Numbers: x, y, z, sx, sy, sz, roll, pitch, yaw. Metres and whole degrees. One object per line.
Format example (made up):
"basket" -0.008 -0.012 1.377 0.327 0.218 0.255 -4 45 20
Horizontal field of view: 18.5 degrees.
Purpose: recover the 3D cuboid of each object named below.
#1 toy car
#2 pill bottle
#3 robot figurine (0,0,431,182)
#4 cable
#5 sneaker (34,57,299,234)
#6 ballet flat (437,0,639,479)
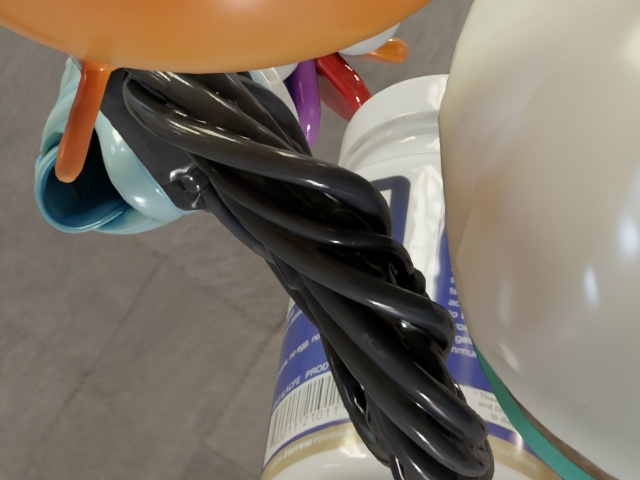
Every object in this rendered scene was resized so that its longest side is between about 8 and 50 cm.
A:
"toy car" -0.018 -0.138 1.489 0.182 0.159 0.136 -20 102 -15
"pill bottle" 0.057 0.052 0.984 0.153 0.153 0.265 17 50 -9
"robot figurine" -0.023 -0.123 0.332 0.128 0.158 0.219 -5 116 -8
"cable" 0.000 0.000 0.509 0.047 0.150 0.184 -37 114 -6
"sneaker" -0.148 -0.073 1.354 0.150 0.366 0.135 -34 99 -18
"ballet flat" 0.139 -0.087 0.501 0.139 0.139 0.400 46 37 -4
